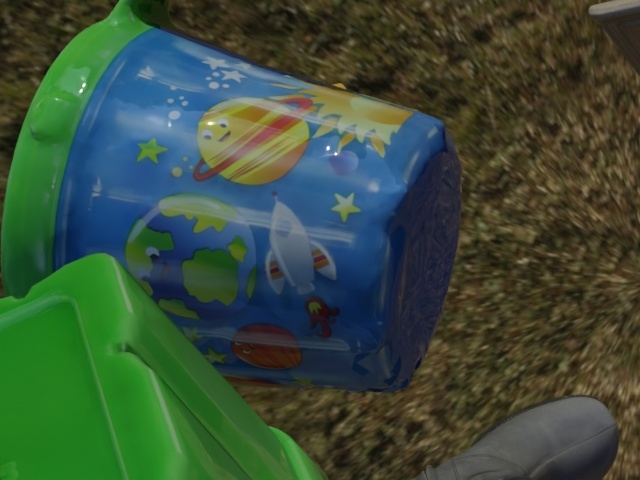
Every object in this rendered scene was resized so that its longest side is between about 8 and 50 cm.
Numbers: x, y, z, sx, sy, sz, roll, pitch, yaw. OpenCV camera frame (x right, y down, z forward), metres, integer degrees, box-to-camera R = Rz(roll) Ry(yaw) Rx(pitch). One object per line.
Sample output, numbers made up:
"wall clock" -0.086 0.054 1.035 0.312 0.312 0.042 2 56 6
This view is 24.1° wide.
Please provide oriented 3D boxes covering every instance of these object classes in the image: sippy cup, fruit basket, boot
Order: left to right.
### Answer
"fruit basket" -0.074 0.248 0.518 0.283 0.392 0.392 -24 83 -4
"sippy cup" -0.039 -0.008 0.913 0.224 0.240 0.305 9 134 18
"boot" 0.177 0.245 1.420 0.338 0.223 0.118 -27 87 -17

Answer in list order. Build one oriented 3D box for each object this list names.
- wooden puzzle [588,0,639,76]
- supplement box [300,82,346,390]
"wooden puzzle" 0.364 -0.152 1.205 0.221 0.239 0.044 -7 60 38
"supplement box" 0.000 0.000 1.174 0.078 0.080 0.233 -12 121 -11
